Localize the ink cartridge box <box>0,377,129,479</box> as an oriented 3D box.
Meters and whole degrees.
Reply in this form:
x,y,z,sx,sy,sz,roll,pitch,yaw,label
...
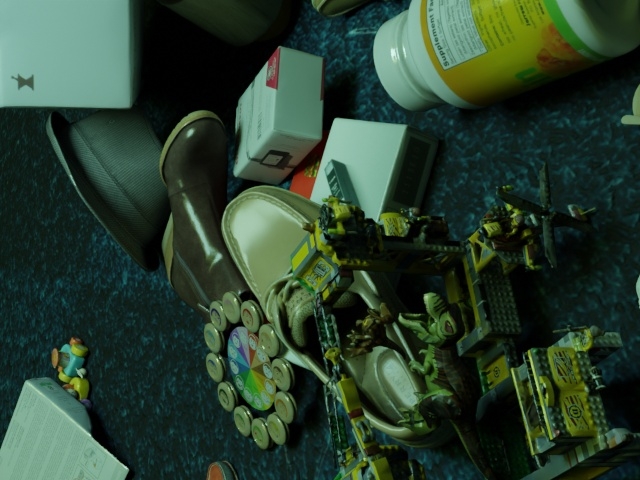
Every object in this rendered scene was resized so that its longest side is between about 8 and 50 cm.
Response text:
x,y,z,sx,sy,sz,roll,pitch,yaw,label
-0.357,0.326,1.536,0.225,0.056,0.181,31,107,27,ink cartridge box

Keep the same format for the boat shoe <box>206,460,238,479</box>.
x,y,z,sx,sy,sz,roll,pitch,yaw,label
-0.121,0.318,1.258,0.049,0.043,0.137,-30,53,44,boat shoe

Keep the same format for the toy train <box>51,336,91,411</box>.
x,y,z,sx,sy,sz,roll,pitch,yaw,label
-0.389,0.225,1.626,0.125,0.046,0.166,-33,52,39,toy train

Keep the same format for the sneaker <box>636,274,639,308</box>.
x,y,z,sx,sy,sz,roll,pitch,yaw,label
0.279,0.055,0.864,0.061,0.054,0.152,-5,65,60,sneaker

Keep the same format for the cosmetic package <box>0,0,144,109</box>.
x,y,z,sx,sy,sz,roll,pitch,yaw,label
-0.319,-0.303,1.462,0.453,0.162,0.230,-120,32,-77,cosmetic package

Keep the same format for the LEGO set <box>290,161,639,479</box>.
x,y,z,sx,sy,sz,roll,pitch,yaw,label
0.118,0.077,0.881,0.192,0.255,0.331,128,147,-52,LEGO set

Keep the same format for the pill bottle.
x,y,z,sx,sy,sz,roll,pitch,yaw,label
0.169,-0.202,1.027,0.246,0.136,0.136,-17,63,47,pill bottle

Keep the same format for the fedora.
x,y,z,sx,sy,sz,roll,pitch,yaw,label
-0.255,-0.096,1.483,0.124,0.243,0.275,-37,29,-2,fedora

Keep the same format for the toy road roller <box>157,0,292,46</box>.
x,y,z,sx,sy,sz,roll,pitch,yaw,label
-0.068,-0.430,1.372,0.241,0.202,0.329,-6,71,38,toy road roller

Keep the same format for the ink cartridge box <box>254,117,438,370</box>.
x,y,z,sx,sy,sz,roll,pitch,yaw,label
0.000,0.000,1.222,0.239,0.060,0.275,13,87,51,ink cartridge box

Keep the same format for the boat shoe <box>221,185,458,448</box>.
x,y,z,sx,sy,sz,roll,pitch,yaw,label
0.008,0.058,1.060,0.341,0.110,0.121,44,102,27,boat shoe

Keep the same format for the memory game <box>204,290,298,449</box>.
x,y,z,sx,sy,sz,roll,pitch,yaw,label
-0.082,0.147,1.234,0.186,0.012,0.186,28,125,48,memory game

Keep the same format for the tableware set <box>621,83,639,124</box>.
x,y,z,sx,sy,sz,roll,pitch,yaw,label
0.329,-0.147,0.901,0.141,0.020,0.168,21,93,53,tableware set

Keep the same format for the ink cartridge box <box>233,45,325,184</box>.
x,y,z,sx,sy,sz,roll,pitch,yaw,label
-0.051,-0.145,1.305,0.150,0.063,0.109,140,136,-62,ink cartridge box

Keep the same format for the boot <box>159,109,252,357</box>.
x,y,z,sx,sy,sz,roll,pitch,yaw,label
-0.124,-0.008,1.325,0.207,0.090,0.248,53,141,40,boot

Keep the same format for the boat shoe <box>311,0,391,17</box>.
x,y,z,sx,sy,sz,roll,pitch,yaw,label
0.064,-0.305,1.262,0.190,0.068,0.072,-33,63,39,boat shoe
